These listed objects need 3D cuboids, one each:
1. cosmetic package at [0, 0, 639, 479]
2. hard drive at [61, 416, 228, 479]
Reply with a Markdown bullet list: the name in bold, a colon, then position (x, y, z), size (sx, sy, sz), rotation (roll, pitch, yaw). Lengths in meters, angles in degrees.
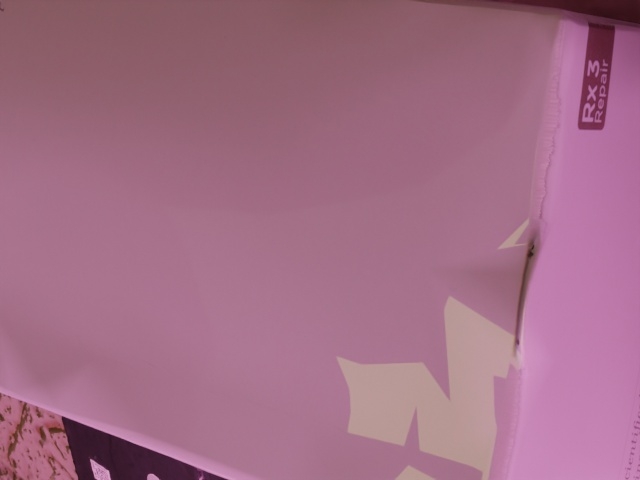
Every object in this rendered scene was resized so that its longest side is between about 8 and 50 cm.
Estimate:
- **cosmetic package**: position (-0.033, -0.017, 0.702), size (0.385, 0.156, 0.217), rotation (16, 102, 33)
- **hard drive**: position (-0.093, 0.209, 1.150), size (0.237, 0.064, 0.339), rotation (23, 133, 41)
